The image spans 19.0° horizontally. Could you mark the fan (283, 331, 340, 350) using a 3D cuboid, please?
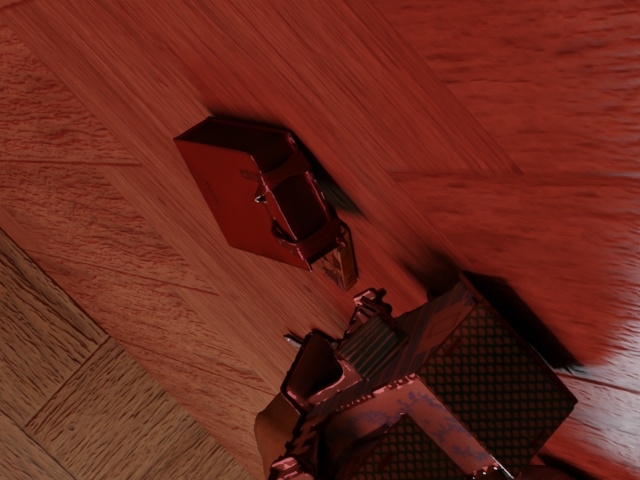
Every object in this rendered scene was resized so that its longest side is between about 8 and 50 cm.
[{"bbox_3d":[0.020,0.151,2.340,0.152,0.008,0.227,50,165,-32],"label":"fan"}]

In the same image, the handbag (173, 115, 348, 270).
[{"bbox_3d":[-0.057,-0.046,1.780,0.190,0.063,0.127,16,136,62],"label":"handbag"}]

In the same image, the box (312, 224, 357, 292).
[{"bbox_3d":[0.000,0.000,1.880,0.073,0.020,0.149,40,167,18],"label":"box"}]

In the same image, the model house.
[{"bbox_3d":[0.098,0.124,1.644,0.206,0.271,0.178,-26,111,38],"label":"model house"}]

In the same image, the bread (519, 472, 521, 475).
[{"bbox_3d":[0.169,0.197,1.952,0.072,0.053,0.106,22,177,-20],"label":"bread"}]

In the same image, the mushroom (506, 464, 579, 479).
[{"bbox_3d":[0.262,0.282,1.888,0.223,0.081,0.092,18,134,57],"label":"mushroom"}]

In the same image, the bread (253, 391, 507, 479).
[{"bbox_3d":[0.071,0.278,2.116,0.320,0.237,0.320,52,160,27],"label":"bread"}]
